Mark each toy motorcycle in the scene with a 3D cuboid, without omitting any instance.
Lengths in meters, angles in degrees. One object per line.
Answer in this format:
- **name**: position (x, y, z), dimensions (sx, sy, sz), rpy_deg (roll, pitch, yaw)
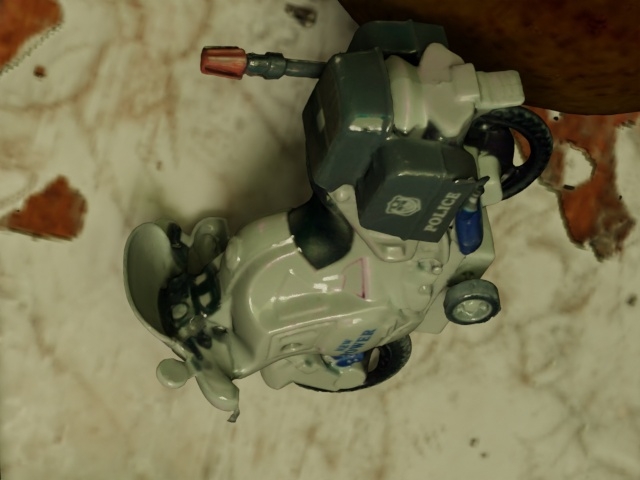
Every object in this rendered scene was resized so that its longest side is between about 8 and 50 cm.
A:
- **toy motorcycle**: position (0.000, 0.000, 0.705), dimensions (0.150, 0.102, 0.221), rpy_deg (10, 140, -19)

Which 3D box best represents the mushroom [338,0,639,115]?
- **mushroom**: position (0.144, -0.230, 0.711), dimensions (0.345, 0.260, 0.345), rpy_deg (-6, 127, -8)
